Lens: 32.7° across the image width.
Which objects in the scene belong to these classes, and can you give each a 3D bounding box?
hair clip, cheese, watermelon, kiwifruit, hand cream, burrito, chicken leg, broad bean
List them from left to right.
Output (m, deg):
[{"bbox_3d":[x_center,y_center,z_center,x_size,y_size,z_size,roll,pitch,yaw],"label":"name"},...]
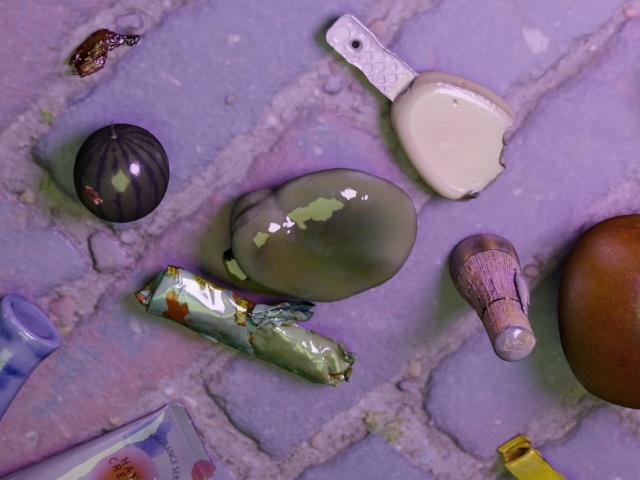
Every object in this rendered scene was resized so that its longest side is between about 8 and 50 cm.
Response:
[{"bbox_3d":[-0.312,0.316,1.399,0.341,0.078,0.124,-21,114,2],"label":"hand cream"},{"bbox_3d":[-0.236,-0.207,1.175,0.083,0.021,0.036,-33,103,8],"label":"chicken leg"},{"bbox_3d":[-0.217,-0.082,1.184,0.105,0.105,0.133,0,136,-3],"label":"watermelon"},{"bbox_3d":[-0.075,0.096,1.298,0.288,0.054,0.104,26,134,-15],"label":"burrito"},{"bbox_3d":[0.000,0.000,1.245,0.228,0.100,0.169,-18,122,4],"label":"broad bean"},{"bbox_3d":[0.110,-0.156,1.199,0.255,0.050,0.127,41,107,-20],"label":"cheese"},{"bbox_3d":[0.198,0.068,1.227,0.084,0.203,0.084,-1,115,-1],"label":"hand cream"},{"bbox_3d":[0.307,0.328,1.444,0.072,0.046,0.173,-32,115,16],"label":"hair clip"},{"bbox_3d":[0.370,0.087,1.255,0.196,0.196,0.234,0,122,-3],"label":"kiwifruit"}]

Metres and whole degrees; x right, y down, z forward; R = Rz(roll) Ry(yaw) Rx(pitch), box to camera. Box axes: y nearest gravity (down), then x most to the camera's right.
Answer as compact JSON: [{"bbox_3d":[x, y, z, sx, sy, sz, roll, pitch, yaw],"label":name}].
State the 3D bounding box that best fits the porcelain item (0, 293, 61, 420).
[{"bbox_3d":[-0.425,0.182,1.292,0.259,0.141,0.141,-43,111,7],"label":"porcelain item"}]
